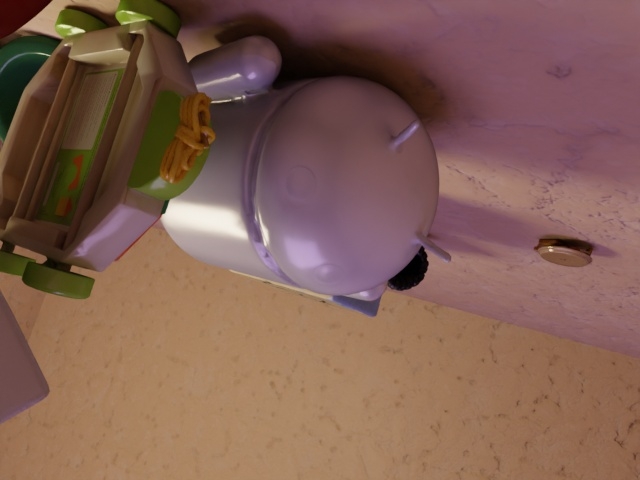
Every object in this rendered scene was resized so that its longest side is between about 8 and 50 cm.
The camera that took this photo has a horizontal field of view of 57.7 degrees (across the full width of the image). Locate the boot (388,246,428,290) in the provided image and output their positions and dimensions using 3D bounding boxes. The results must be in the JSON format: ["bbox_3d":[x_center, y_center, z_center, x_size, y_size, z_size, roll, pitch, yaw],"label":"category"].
[{"bbox_3d":[0.014,0.004,1.153,0.348,0.131,0.260,9,-177,-24],"label":"boot"}]

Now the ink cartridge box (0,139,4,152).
[{"bbox_3d":[-0.508,-0.152,1.032,0.306,0.131,0.226,12,-171,40],"label":"ink cartridge box"}]

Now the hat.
[{"bbox_3d":[-0.309,-0.180,0.795,0.173,0.208,0.183,-24,-163,20],"label":"hat"}]

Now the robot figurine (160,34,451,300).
[{"bbox_3d":[-0.031,-0.058,0.584,0.354,0.199,0.299,11,141,45],"label":"robot figurine"}]

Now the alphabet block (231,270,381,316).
[{"bbox_3d":[0.000,0.000,0.958,0.197,0.193,0.192,13,170,29],"label":"alphabet block"}]

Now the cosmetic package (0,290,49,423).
[{"bbox_3d":[-0.379,-0.067,0.397,0.162,0.452,0.230,-29,-163,-31],"label":"cosmetic package"}]

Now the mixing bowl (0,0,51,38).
[{"bbox_3d":[-0.285,-0.212,0.431,0.182,0.098,0.181,18,173,2],"label":"mixing bowl"}]

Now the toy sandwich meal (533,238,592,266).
[{"bbox_3d":[0.368,0.016,0.877,0.086,0.029,0.085,16,167,4],"label":"toy sandwich meal"}]

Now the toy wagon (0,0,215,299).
[{"bbox_3d":[-0.198,-0.083,0.522,0.345,0.267,0.068,10,171,40],"label":"toy wagon"}]
